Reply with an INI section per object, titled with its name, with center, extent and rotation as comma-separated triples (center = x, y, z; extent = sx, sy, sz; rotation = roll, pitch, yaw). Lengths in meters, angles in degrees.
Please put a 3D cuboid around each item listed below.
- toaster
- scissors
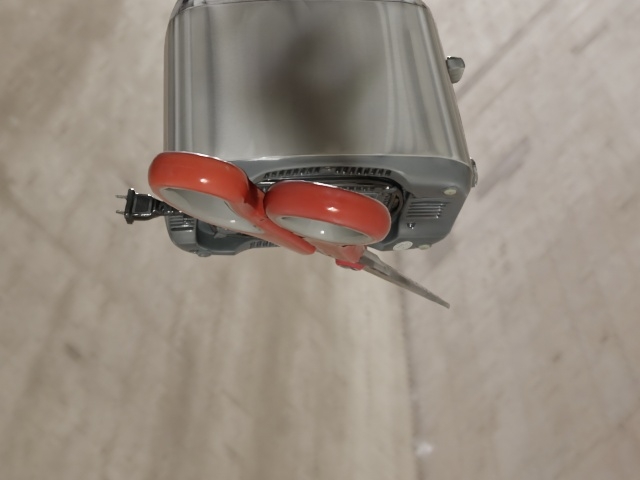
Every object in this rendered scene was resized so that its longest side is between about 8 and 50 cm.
[toaster]
center = -0.017, -0.076, 1.026
extent = 0.129, 0.227, 0.146
rotation = 104, -18, -66
[scissors]
center = 0.000, 0.000, 0.812
extent = 0.297, 0.109, 0.021
rotation = 38, 62, -75
